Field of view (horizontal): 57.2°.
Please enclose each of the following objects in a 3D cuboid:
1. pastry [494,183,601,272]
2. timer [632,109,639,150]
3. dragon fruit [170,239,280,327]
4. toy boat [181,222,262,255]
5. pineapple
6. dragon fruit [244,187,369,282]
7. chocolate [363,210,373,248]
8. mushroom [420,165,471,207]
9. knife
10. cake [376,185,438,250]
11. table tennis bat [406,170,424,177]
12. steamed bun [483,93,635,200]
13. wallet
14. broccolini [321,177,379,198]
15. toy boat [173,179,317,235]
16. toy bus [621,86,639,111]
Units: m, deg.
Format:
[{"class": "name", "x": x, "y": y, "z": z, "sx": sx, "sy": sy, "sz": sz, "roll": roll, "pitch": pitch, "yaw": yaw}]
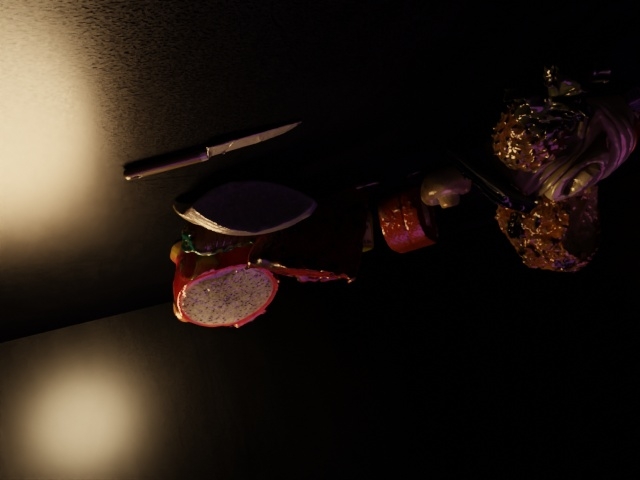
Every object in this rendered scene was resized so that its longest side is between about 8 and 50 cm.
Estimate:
[{"class": "pastry", "x": 0.819, "y": -0.083, "z": 2.135, "sx": 0.293, "sy": 0.404, "sz": 0.337, "roll": -15, "pitch": -165, "yaw": -31}, {"class": "timer", "x": 0.767, "y": -0.298, "z": 1.501, "sx": 0.152, "sy": 0.132, "sz": 0.132, "roll": -40, "pitch": -174, "yaw": -31}, {"class": "dragon fruit", "x": -0.274, "y": 0.079, "z": 1.624, "sx": 0.306, "sy": 0.225, "sz": 0.305, "roll": -12, "pitch": 140, "yaw": -10}, {"class": "toy boat", "x": -0.204, "y": -0.025, "z": 1.427, "sx": 0.293, "sy": 0.108, "sz": 0.099, "roll": -7, "pitch": 139, "yaw": -51}, {"class": "pineapple", "x": 0.417, "y": -0.239, "z": 1.098, "sx": 0.170, "sy": 0.140, "sz": 0.310, "roll": 9, "pitch": 164, "yaw": 1}, {"class": "dragon fruit", "x": -0.027, "y": -0.009, "z": 1.512, "sx": 0.286, "sy": 0.227, "sz": 0.329, "roll": 4, "pitch": 174, "yaw": 4}, {"class": "chocolate", "x": 0.000, "y": 0.000, "z": 1.872, "sx": 0.289, "sy": 0.136, "sz": 0.301, "roll": -20, "pitch": 172, "yaw": 25}, {"class": "mushroom", "x": 0.346, "y": -0.148, "z": 1.627, "sx": 0.148, "sy": 0.112, "sz": 0.148, "roll": -16, "pitch": -179, "yaw": 0}, {"class": "knife", "x": -0.172, "y": -0.145, "z": 0.943, "sx": 0.298, "sy": 0.017, "sz": 0.047, "roll": -15, "pitch": 166, "yaw": -4}, {"class": "cake", "x": 0.285, "y": -0.063, "z": 1.865, "sx": 0.151, "sy": 0.176, "sz": 0.283, "roll": -19, "pitch": 170, "yaw": 19}, {"class": "table tennis bat", "x": 0.252, "y": -0.180, "z": 1.592, "sx": 0.050, "sy": 0.007, "sz": 0.083, "roll": -20, "pitch": 173, "yaw": 28}, {"class": "steamed bun", "x": 0.569, "y": -0.201, "z": 1.363, "sx": 0.289, "sy": 0.203, "sz": 0.276, "roll": -15, "pitch": 174, "yaw": -20}, {"class": "wallet", "x": 0.402, "y": -0.143, "z": 1.399, "sx": 0.168, "sy": 0.222, "sz": 0.036, "roll": 7, "pitch": 125, "yaw": -44}, {"class": "broccolini", "x": 0.047, "y": -0.103, "z": 1.565, "sx": 0.272, "sy": 0.062, "sz": 0.123, "roll": -22, "pitch": 177, "yaw": 26}, {"class": "toy boat", "x": -0.174, "y": -0.060, "z": 1.254, "sx": 0.276, "sy": 0.111, "sz": 0.294, "roll": -3, "pitch": 177, "yaw": -29}, {"class": "toy bus", "x": 0.760, "y": -0.338, "z": 1.404, "sx": 0.052, "sy": 0.036, "sz": 0.131, "roll": -29, "pitch": 165, "yaw": 39}]
